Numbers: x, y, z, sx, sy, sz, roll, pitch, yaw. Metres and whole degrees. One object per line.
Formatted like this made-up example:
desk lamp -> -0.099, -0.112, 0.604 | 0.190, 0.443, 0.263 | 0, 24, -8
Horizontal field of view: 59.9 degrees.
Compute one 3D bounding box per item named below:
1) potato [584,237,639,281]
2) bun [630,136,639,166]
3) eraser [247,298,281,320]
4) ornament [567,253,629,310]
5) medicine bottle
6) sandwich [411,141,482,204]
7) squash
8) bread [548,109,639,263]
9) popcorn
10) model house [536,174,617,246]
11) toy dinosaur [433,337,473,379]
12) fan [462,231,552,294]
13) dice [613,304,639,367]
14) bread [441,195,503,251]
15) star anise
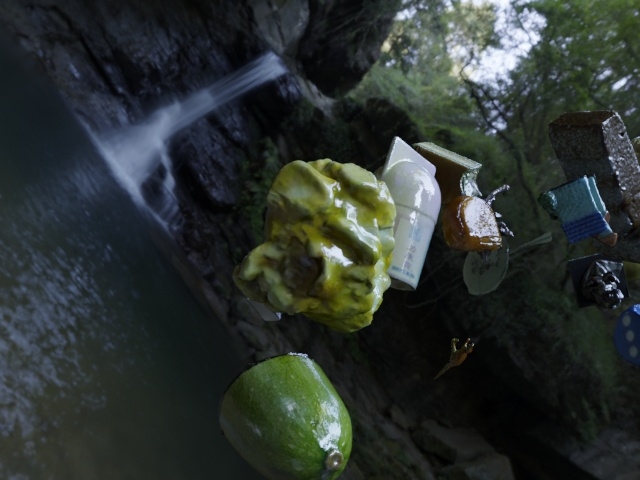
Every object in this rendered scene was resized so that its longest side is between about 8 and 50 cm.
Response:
potato -> 0.997, 0.046, 1.860 | 0.200, 0.155, 0.137 | 29, -23, 2
bun -> 0.823, -0.229, 1.420 | 0.054, 0.086, 0.086 | 21, 21, -45
eraser -> -0.148, 0.131, 1.735 | 0.124, 0.067, 0.210 | 56, 38, -41
ornament -> 0.820, 0.136, 1.565 | 0.196, 0.153, 0.167 | -55, 130, -79
medicine bottle -> 0.226, -0.077, 1.644 | 0.235, 0.407, 0.236 | 18, -9, 3
sandwich -> 0.436, -0.242, 1.892 | 0.155, 0.198, 0.228 | -19, 97, -56
squash -> -0.058, 0.477, 1.329 | 0.310, 0.310, 0.309 | 59, -10, -34
bread -> 0.725, -0.131, 1.402 | 0.417, 0.113, 0.165 | 58, -15, -18
popcorn -> 0.005, 0.003, 1.144 | 0.292, 0.334, 0.293 | 17, -4, 24
model house -> 0.537, -0.041, 1.135 | 0.148, 0.119, 0.149 | 19, 48, -58
toy dinosaur -> 0.382, 0.348, 1.588 | 0.039, 0.162, 0.126 | 30, 2, -2
fan -> 0.614, 0.047, 1.875 | 0.414, 0.012, 0.233 | -39, -138, 55
dice -> 0.896, 0.264, 1.494 | 0.146, 0.143, 0.146 | -112, -150, -70
bread -> 0.322, -0.038, 1.175 | 0.044, 0.126, 0.129 | 105, -14, -52
star anise -> 0.461, -0.062, 1.615 | 0.209, 0.232, 0.089 | 12, -1, 13
